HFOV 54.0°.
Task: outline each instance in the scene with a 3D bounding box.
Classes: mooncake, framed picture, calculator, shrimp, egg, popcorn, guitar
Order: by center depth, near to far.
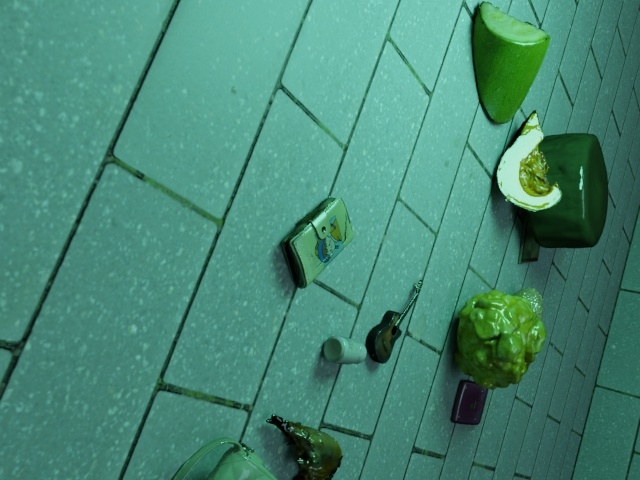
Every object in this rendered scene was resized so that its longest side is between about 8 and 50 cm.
[{"bbox_3d":[-0.029,0.403,1.163,0.262,0.066,0.117,44,64,-46],"label":"shrimp"},{"bbox_3d":[0.173,0.171,1.402,0.233,0.025,0.088,-51,135,-33],"label":"guitar"},{"bbox_3d":[0.468,0.245,1.641,0.250,0.235,0.242,75,16,-56],"label":"popcorn"},{"bbox_3d":[0.437,0.471,1.812,0.190,0.034,0.126,23,82,-51],"label":"calculator"},{"bbox_3d":[0.750,-0.150,1.922,0.356,0.194,0.356,-3,94,-56],"label":"mooncake"},{"bbox_3d":[0.630,0.213,1.932,0.118,0.116,0.140,32,70,-21],"label":"egg"},{"bbox_3d":[0.687,-0.041,2.030,0.173,0.010,0.231,0,98,-52],"label":"framed picture"}]

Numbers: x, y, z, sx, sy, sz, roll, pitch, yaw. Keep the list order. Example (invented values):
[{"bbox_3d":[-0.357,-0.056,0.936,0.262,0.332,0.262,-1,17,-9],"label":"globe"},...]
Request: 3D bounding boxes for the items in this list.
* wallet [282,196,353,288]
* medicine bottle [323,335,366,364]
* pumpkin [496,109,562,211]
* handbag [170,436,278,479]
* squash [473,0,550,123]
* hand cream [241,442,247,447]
[{"bbox_3d":[0.000,0.000,1.123,0.155,0.039,0.110,-45,133,-38],"label":"wallet"},{"bbox_3d":[0.049,0.216,1.227,0.089,0.052,0.052,22,81,-52],"label":"medicine bottle"},{"bbox_3d":[0.545,-0.204,1.751,0.111,0.163,0.278,123,-45,-79],"label":"pumpkin"},{"bbox_3d":[-0.174,0.431,0.956,0.256,0.079,0.219,-52,134,-24],"label":"handbag"},{"bbox_3d":[0.430,-0.419,1.579,0.111,0.203,0.289,-52,168,-29],"label":"squash"},{"bbox_3d":[-0.157,0.375,1.028,0.102,0.022,0.035,-44,132,-30],"label":"hand cream"}]
